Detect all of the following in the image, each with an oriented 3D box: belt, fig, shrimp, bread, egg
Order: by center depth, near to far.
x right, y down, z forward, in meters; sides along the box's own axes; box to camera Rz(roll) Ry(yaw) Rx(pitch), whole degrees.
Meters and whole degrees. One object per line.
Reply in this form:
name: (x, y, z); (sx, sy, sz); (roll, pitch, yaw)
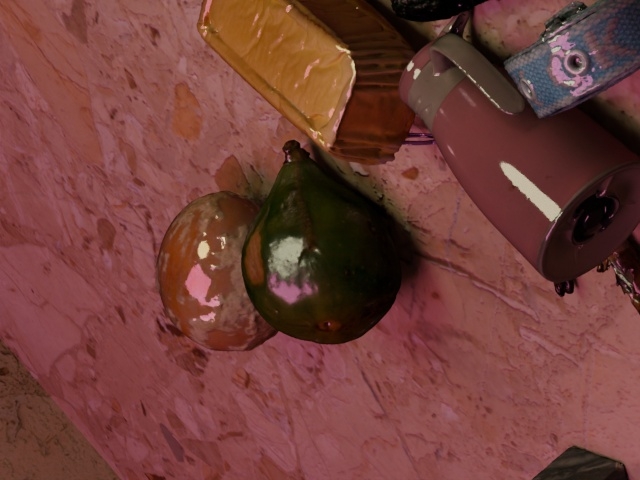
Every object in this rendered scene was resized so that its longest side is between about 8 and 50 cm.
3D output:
belt: (0.238, -0.173, 1.565); (0.163, 0.147, 0.082); (-31, 92, 34)
shrimp: (0.294, 0.046, 1.829); (0.195, 0.035, 0.148); (56, 151, 11)
bread: (-0.017, -0.208, 1.902); (0.288, 0.119, 0.152); (43, 125, 34)
fig: (0.000, 0.000, 2.126); (0.195, 0.195, 0.245); (141, 128, -63)
egg: (-0.122, 0.041, 2.312); (0.195, 0.195, 0.233); (25, 145, 43)

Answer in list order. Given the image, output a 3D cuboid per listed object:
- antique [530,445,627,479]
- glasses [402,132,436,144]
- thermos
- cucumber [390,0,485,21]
antique: (0.322, 0.347, 2.075); (0.086, 0.088, 0.183); (16, 134, 52)
glasses: (0.083, -0.163, 1.937); (0.140, 0.062, 0.104); (15, 112, 50)
thermos: (0.185, -0.104, 1.723); (0.265, 0.146, 0.176); (47, 168, 29)
cucumber: (0.155, -0.256, 1.664); (0.303, 0.072, 0.081); (0, 107, 57)
